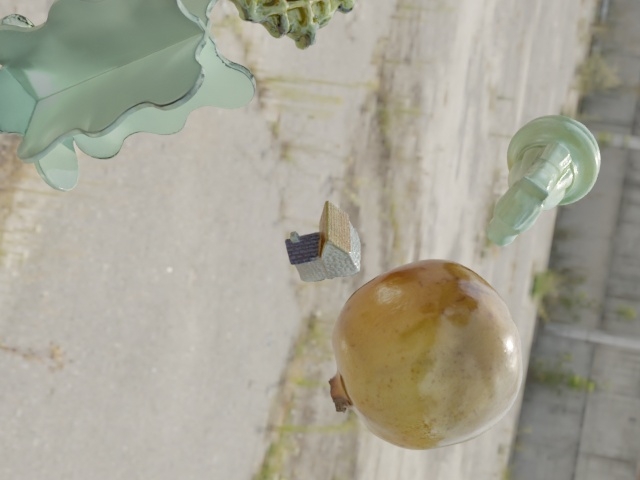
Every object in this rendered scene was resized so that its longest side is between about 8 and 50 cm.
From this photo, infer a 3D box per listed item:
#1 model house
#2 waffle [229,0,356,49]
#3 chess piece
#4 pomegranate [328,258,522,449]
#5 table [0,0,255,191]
[{"bbox_3d":[0.000,0.000,1.839,0.100,0.100,0.088,60,23,-49],"label":"model house"},{"bbox_3d":[-0.041,-0.469,1.890,0.317,0.073,0.297,30,89,-42],"label":"waffle"},{"bbox_3d":[0.373,-0.092,2.086,0.298,0.175,0.176,-45,144,-51],"label":"chess piece"},{"bbox_3d":[0.135,0.156,1.556,0.264,0.264,0.264,9,90,-77],"label":"pomegranate"},{"bbox_3d":[-0.172,-0.149,1.031,0.166,0.198,0.166,41,40,-47],"label":"table"}]
